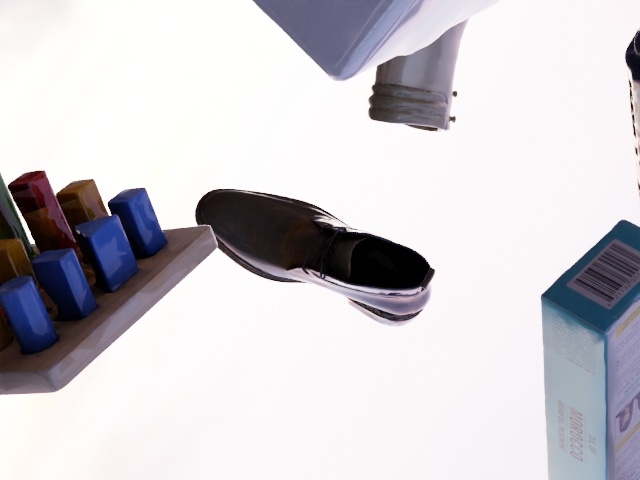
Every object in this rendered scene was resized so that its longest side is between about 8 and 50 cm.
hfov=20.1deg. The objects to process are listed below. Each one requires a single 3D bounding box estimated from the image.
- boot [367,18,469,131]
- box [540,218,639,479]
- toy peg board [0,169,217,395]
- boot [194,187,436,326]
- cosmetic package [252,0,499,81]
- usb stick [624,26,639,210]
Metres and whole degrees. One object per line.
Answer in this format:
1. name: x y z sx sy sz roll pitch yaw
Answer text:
1. boot: 0.105 -0.179 1.611 0.077 0.213 0.165 7 -82 29
2. box: 0.219 0.106 1.348 0.060 0.244 0.100 31 -123 32
3. toy peg board: -0.173 0.013 1.009 0.160 0.079 0.161 -6 -155 35
4. boot: 0.000 0.000 1.545 0.106 0.219 0.082 126 -14 -74
5. cosmetic package: -0.061 -0.308 0.926 0.161 0.453 0.230 -48 173 29
6. usb stick: 0.220 -0.044 1.071 0.077 0.278 0.045 -38 -122 -11
